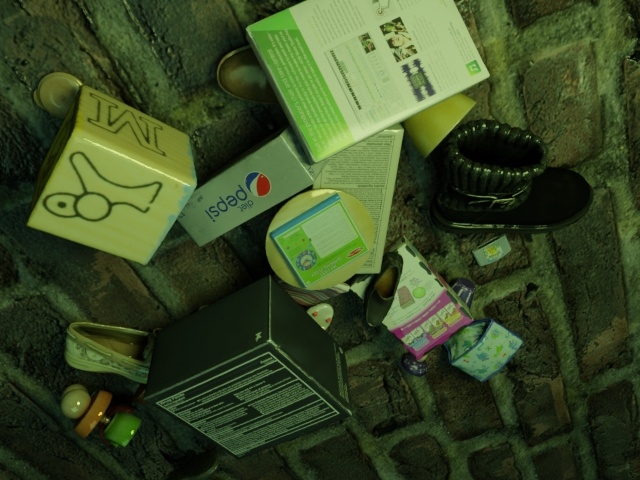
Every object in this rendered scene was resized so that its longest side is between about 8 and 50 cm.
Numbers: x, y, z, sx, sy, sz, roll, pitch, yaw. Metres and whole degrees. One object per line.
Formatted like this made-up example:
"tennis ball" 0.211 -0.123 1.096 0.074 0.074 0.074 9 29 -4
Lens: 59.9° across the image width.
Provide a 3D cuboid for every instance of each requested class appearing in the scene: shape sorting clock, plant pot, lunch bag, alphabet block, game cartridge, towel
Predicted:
"shape sorting clock" 0.000 0.000 1.029 0.206 0.040 0.206 -4 113 -11
"plant pot" 0.202 -0.230 1.011 0.095 0.134 0.134 42 110 2
"lunch bag" 0.406 0.261 1.377 0.129 0.096 0.151 31 122 -26
"alphabet block" -0.343 -0.107 0.924 0.197 0.193 0.192 25 113 -32
"game cartridge" 0.393 0.024 1.269 0.083 0.017 0.056 -30 127 9
"towel" -0.042 0.105 1.162 0.144 0.029 0.197 14 160 -20

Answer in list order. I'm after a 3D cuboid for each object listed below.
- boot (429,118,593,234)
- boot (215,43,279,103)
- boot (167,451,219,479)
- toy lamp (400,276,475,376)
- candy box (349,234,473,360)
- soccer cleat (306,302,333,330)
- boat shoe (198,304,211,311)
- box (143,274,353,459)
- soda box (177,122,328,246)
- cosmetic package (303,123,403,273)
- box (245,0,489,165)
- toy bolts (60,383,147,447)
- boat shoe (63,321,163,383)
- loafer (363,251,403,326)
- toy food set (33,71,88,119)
"boot" 0.384 -0.117 1.042 0.348 0.131 0.260 -9 153 -5
"boot" -0.023 -0.269 0.942 0.306 0.115 0.112 2 124 -11
"boot" -0.290 0.675 1.523 0.190 0.076 0.208 -30 117 26
"toy lamp" 0.285 0.206 1.331 0.080 0.080 0.274 14 122 -19
"candy box" 0.198 0.127 1.222 0.159 0.071 0.233 -40 101 15
"soccer cleat" -0.040 0.202 1.263 0.068 0.076 0.196 28 117 -18
"boat shoe" -0.186 0.203 1.239 0.206 0.075 0.065 22 113 -28
"box" -0.138 0.266 1.131 0.296 0.182 0.294 -27 129 17
"soda box" -0.131 -0.097 0.980 0.286 0.091 0.098 -27 110 31
"cosmetic package" 0.050 -0.090 1.071 0.160 0.113 0.309 0 123 -10
"box" 0.076 -0.291 0.881 0.322 0.058 0.232 -27 93 -9
"toy bolts" -0.481 0.347 1.246 0.158 0.218 0.228 38 142 -15
"boat shoe" -0.404 0.239 1.201 0.285 0.104 0.089 9 123 -15
"loafer" 0.127 0.108 1.151 0.062 0.061 0.170 13 108 2
"toy food set" -0.432 -0.242 0.934 0.083 0.020 0.083 32 111 -27
